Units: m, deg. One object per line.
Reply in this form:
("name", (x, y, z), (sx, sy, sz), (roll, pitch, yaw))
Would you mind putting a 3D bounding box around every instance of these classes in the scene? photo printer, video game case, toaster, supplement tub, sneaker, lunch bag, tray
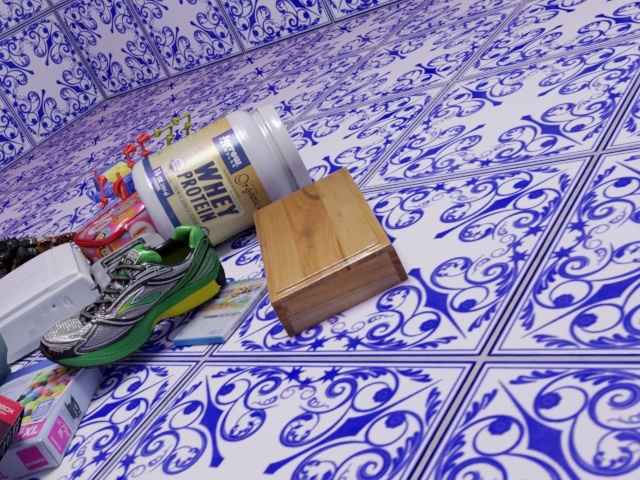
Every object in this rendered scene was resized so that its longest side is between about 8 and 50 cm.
("photo printer", (-0.606, 0.122, 1.805), (0.256, 0.107, 0.307), (-34, 23, -11))
("video game case", (-0.164, 0.120, 1.440), (0.119, 0.015, 0.166), (-10, 28, 38))
("toaster", (-0.340, 0.075, 1.609), (0.185, 0.110, 0.168), (-32, 24, -13))
("supplement tub", (-0.197, -0.125, 1.724), (0.316, 0.228, 0.228), (-28, 22, -2))
("sneaker", (-0.327, 0.087, 1.430), (0.343, 0.146, 0.134), (-36, 41, -27))
("lunch bag", (-0.415, -0.042, 1.951), (0.293, 0.120, 0.258), (-40, 21, -27))
("tray", (0.000, 0.000, 1.441), (0.203, 0.076, 0.411), (-26, 22, 2))

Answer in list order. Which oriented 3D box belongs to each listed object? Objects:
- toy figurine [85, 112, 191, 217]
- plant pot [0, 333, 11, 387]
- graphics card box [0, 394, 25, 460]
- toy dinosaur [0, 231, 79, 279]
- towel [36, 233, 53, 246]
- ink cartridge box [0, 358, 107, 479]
("toy figurine", (-0.500, -0.194, 2.207), (0.217, 0.191, 0.362), (11, 42, 38))
("plant pot", (-0.726, 0.256, 1.409), (0.341, 0.341, 0.334), (-13, 18, 31))
("graphics card box", (-0.581, 0.330, 1.097), (0.094, 0.233, 0.371), (-58, 8, 45))
("toy dinosaur", (-0.760, 0.042, 2.120), (0.322, 0.164, 0.218), (-44, 2, 15))
("towel", (-0.816, 0.037, 2.345), (0.152, 0.023, 0.113), (-36, 22, -15))
("ink cartridge box", (-0.467, 0.273, 1.393), (0.185, 0.065, 0.311), (-21, 22, 14))
